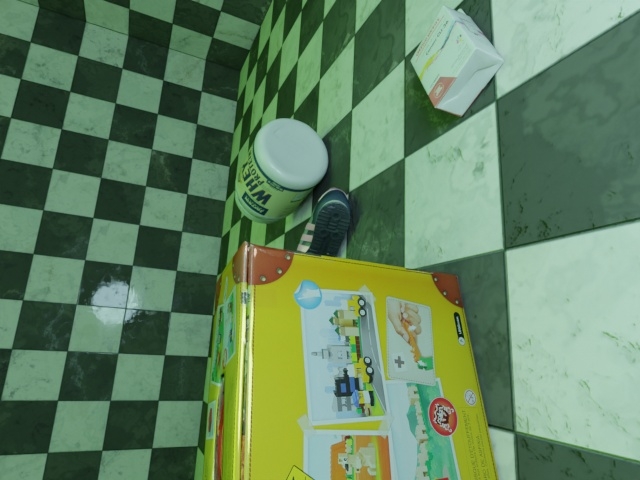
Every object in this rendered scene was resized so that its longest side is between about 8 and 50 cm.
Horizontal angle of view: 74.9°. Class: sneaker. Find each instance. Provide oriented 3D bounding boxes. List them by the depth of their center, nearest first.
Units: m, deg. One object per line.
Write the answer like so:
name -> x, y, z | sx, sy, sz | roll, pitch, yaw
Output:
sneaker -> 0.000, 0.000, 1.149 | 0.131, 0.112, 0.319 | -84, 20, -54

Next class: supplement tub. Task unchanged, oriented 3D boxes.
supplement tub -> -0.140, -0.209, 1.352 | 0.325, 0.235, 0.236 | 139, 135, -56

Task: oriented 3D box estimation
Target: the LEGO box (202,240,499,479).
LEGO box -> 0.037, 0.286, 0.590 | 0.193, 0.371, 0.501 | 135, 139, -54

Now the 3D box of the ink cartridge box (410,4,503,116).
ink cartridge box -> 0.233, -0.336, 0.758 | 0.115, 0.067, 0.198 | 122, 148, -43
